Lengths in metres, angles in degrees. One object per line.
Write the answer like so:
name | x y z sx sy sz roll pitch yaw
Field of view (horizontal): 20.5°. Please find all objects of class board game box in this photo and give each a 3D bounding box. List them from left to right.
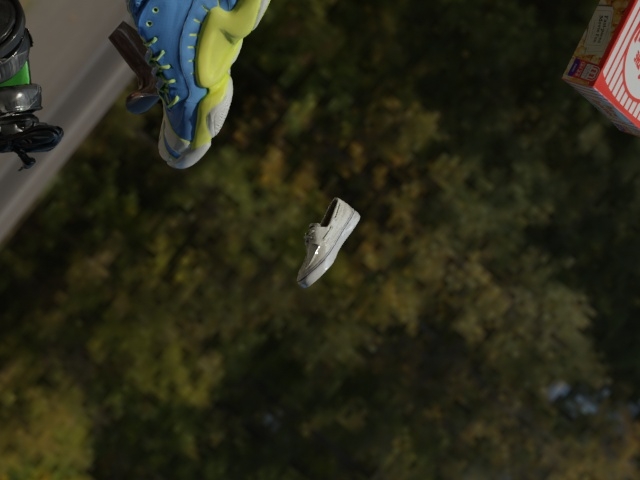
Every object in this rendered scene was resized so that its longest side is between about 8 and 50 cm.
board game box | 0.347 -0.225 1.891 0.045 0.146 0.193 23 -94 40

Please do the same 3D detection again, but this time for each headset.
headset | -0.417 -0.218 2.368 0.394 0.185 0.243 -91 175 -58

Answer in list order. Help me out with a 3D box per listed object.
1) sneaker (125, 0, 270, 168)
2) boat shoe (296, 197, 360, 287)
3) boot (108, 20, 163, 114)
sneaker | -0.134 -0.182 1.623 0.091 0.126 0.240 -110 -142 -58
boat shoe | 0.000 0.000 1.641 0.035 0.035 0.100 -23 -152 55
boot | -0.221 -0.205 2.068 0.037 0.114 0.106 -37 170 25
